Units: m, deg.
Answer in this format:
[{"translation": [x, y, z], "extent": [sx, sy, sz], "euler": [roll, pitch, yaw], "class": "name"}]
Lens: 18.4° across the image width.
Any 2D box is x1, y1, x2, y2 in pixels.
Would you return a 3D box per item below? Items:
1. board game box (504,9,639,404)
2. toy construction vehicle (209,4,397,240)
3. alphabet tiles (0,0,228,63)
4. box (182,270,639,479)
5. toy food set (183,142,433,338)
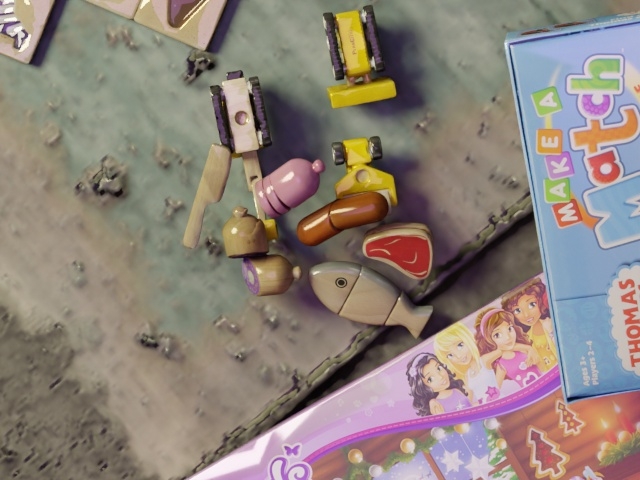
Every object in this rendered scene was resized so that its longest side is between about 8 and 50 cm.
[{"translation": [0.194, -0.026, 0.825], "extent": [0.211, 0.039, 0.160], "euler": [-9, 102, 7], "class": "board game box"}, {"translation": [-0.005, -0.054, 0.931], "extent": [0.086, 0.035, 0.098], "euler": [-13, 93, -2], "class": "toy construction vehicle"}, {"translation": [-0.139, -0.191, 0.955], "extent": [0.237, 0.009, 0.198], "euler": [24, 95, 8], "class": "alphabet tiles"}, {"translation": [0.051, 0.159, 0.914], "extent": [0.293, 0.057, 0.201], "euler": [-31, 87, 8], "class": "box"}, {"translation": [0.000, 0.000, 0.911], "extent": [0.122, 0.019, 0.078], "euler": [17, 117, -3], "class": "toy food set"}]
